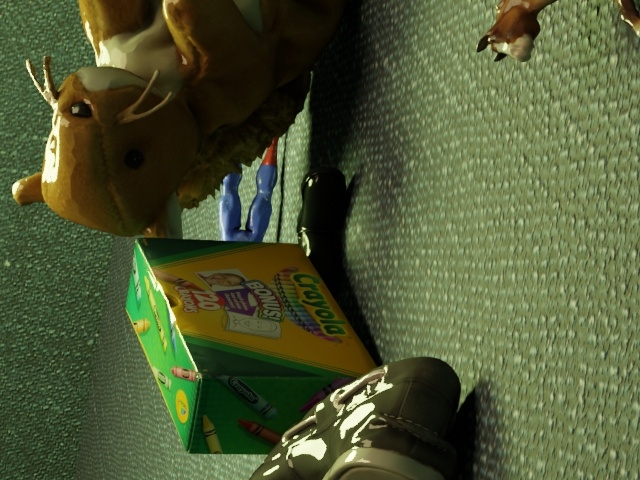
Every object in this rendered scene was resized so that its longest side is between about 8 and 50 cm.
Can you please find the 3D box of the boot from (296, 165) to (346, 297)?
[{"bbox_3d":[0.000,0.000,1.897,0.121,0.045,0.099,108,164,-53],"label":"boot"}]

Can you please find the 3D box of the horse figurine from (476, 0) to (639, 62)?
[{"bbox_3d":[0.169,-0.226,1.169,0.174,0.066,0.263,-144,59,-70],"label":"horse figurine"}]

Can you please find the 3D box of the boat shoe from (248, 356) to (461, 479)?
[{"bbox_3d":[0.030,0.170,1.527,0.095,0.112,0.335,-68,12,-22],"label":"boat shoe"}]

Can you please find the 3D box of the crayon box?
[{"bbox_3d":[-0.066,0.091,1.760,0.278,0.165,0.081,-124,40,-60],"label":"crayon box"}]

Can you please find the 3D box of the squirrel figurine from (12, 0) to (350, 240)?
[{"bbox_3d":[-0.143,-0.140,1.980,0.397,0.281,0.370,83,-153,-61],"label":"squirrel figurine"}]

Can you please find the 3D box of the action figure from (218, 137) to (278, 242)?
[{"bbox_3d":[-0.088,-0.012,2.202,0.139,0.091,0.280,127,149,-85],"label":"action figure"}]
